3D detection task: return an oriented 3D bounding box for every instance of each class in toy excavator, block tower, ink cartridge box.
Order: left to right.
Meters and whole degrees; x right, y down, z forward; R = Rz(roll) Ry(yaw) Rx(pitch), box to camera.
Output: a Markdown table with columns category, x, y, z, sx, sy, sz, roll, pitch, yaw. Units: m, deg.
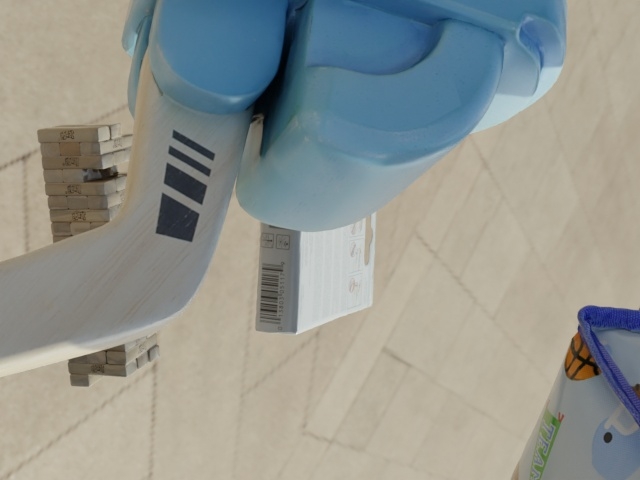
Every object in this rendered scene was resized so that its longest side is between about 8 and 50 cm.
| category | x | y | z | sx | sy | sz | roll | pitch | yaw |
| --- | --- | --- | --- | --- | --- | --- | --- | --- | --- |
| block tower | -0.283 | 0.017 | 1.443 | 0.091 | 0.097 | 0.335 | -33 | 121 | -66 |
| toy excavator | -0.051 | -0.081 | 0.694 | 0.222 | 0.433 | 0.445 | 137 | -38 | -60 |
| ink cartridge box | 0.000 | 0.000 | 1.287 | 0.232 | 0.066 | 0.189 | -14 | 108 | -70 |

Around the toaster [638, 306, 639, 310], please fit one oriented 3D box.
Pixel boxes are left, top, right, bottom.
| category | x | y | z | sx | sy | sz | roll | pitch | yaw |
| --- | --- | --- | --- | --- | --- | --- | --- | --- | --- |
| toaster | 0.383 | 0.090 | 1.023 | 0.110 | 0.168 | 0.185 | 35 | 78 | -51 |

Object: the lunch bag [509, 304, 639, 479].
| category | x | y | z | sx | sy | sz | roll | pitch | yaw |
| --- | --- | --- | --- | --- | --- | --- | --- | --- | --- |
| lunch bag | 0.259 | 0.284 | 0.736 | 0.239 | 0.385 | 0.328 | 3 | 126 | -19 |
